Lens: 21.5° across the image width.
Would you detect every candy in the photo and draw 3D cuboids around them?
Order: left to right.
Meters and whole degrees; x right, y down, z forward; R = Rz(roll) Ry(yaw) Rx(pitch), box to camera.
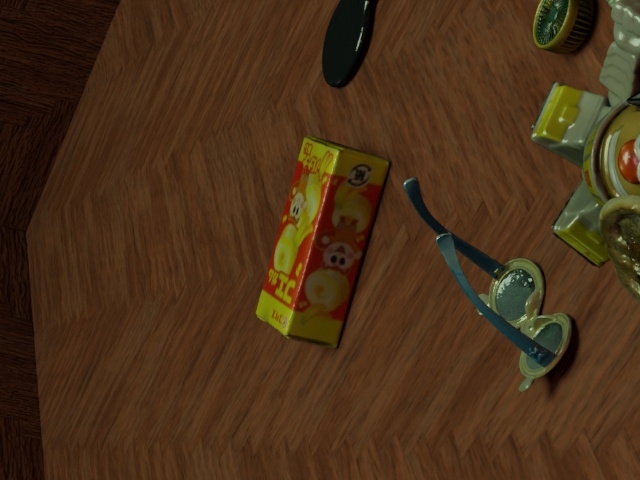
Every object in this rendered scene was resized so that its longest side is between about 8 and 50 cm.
[{"bbox_3d":[0.000,0.000,2.363,0.146,0.088,0.276,24,99,66],"label":"candy"}]

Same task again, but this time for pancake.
[{"bbox_3d":[0.301,0.018,1.525,0.139,0.022,0.139,45,156,27],"label":"pancake"}]

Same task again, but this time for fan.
[{"bbox_3d":[0.275,-0.278,1.940,0.155,0.039,0.082,-98,31,-45],"label":"fan"}]

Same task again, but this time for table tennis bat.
[{"bbox_3d":[0.053,-0.333,2.512,0.150,0.027,0.236,-99,30,-44],"label":"table tennis bat"}]

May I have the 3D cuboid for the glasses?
[{"bbox_3d":[0.186,0.028,1.799,0.088,0.220,0.189,-30,33,5],"label":"glasses"}]

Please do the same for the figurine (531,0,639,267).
[{"bbox_3d":[0.319,-0.078,1.579,0.308,0.143,0.308,44,155,27],"label":"figurine"}]

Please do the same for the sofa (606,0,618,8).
[{"bbox_3d":[0.288,-0.338,1.706,0.210,0.225,0.176,-53,28,38],"label":"sofa"}]
